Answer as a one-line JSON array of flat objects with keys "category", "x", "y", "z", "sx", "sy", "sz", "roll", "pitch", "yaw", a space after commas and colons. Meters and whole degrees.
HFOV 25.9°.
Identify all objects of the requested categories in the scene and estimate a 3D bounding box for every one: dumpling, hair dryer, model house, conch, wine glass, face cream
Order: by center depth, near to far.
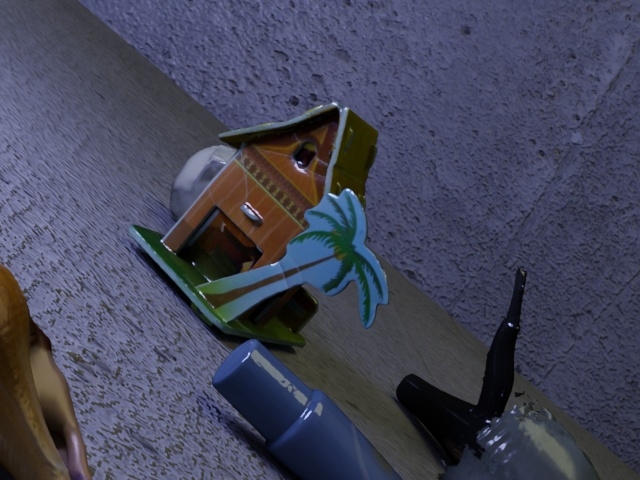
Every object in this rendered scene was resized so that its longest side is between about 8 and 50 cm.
[{"category": "conch", "x": -0.229, "y": 0.120, "z": 0.992, "sx": 0.109, "sy": 0.093, "sz": 0.330, "roll": 74, "pitch": -9, "yaw": -72}, {"category": "face cream", "x": 0.040, "y": 0.260, "z": 1.507, "sx": 0.385, "sy": 0.086, "sz": 0.135, "roll": 45, "pitch": 9, "yaw": -11}, {"category": "model house", "x": 0.000, "y": 0.000, "z": 1.845, "sx": 0.340, "sy": 0.323, "sz": 0.300, "roll": 44, "pitch": 9, "yaw": 21}, {"category": "wine glass", "x": 0.324, "y": 0.380, "z": 1.868, "sx": 0.357, "sy": 0.190, "sz": 0.190, "roll": 49, "pitch": 10, "yaw": 20}, {"category": "hair dryer", "x": 0.245, "y": 0.184, "z": 2.080, "sx": 0.120, "sy": 0.359, "sz": 0.303, "roll": -4, "pitch": 27, "yaw": -32}, {"category": "dumpling", "x": -0.134, "y": -0.050, "z": 2.093, "sx": 0.193, "sy": 0.147, "sz": 0.258, "roll": 39, "pitch": -28, "yaw": -12}]
